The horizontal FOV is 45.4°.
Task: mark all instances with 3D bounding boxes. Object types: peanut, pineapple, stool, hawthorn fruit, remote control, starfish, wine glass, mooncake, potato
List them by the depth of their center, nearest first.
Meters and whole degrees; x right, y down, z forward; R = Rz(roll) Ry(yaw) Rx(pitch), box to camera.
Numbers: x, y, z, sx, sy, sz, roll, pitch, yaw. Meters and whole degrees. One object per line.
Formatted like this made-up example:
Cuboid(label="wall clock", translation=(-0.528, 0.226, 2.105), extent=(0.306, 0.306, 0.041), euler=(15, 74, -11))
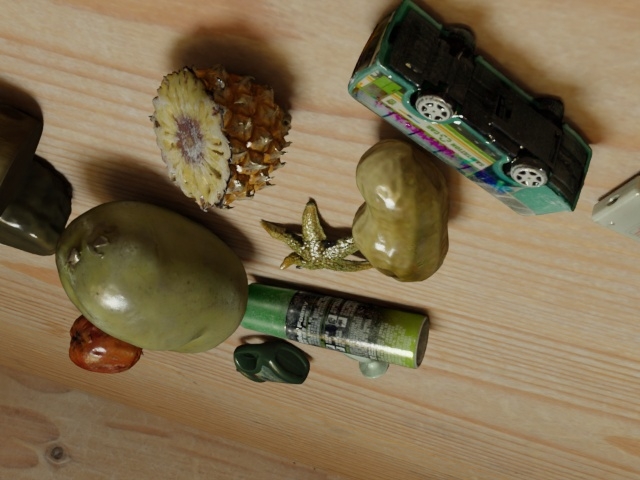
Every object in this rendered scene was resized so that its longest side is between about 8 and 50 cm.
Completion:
Cuboid(label="remote control", translation=(0.397, -0.010, 0.825), extent=(0.190, 0.029, 0.087), euler=(23, 155, -6))
Cuboid(label="pineapple", translation=(-0.090, -0.125, 0.866), extent=(0.176, 0.136, 0.162), euler=(-22, 89, 53))
Cuboid(label="peanut", translation=(0.093, -0.033, 0.910), extent=(0.120, 0.110, 0.236), euler=(23, 157, 26))
Cuboid(label="stool", translation=(-0.549, -0.149, 1.062), extent=(0.264, 0.179, 0.179), euler=(27, 154, -14))
Cuboid(label="starfish", translation=(0.000, 0.000, 1.126), extent=(0.208, 0.053, 0.176), euler=(2, 140, 22))
Cuboid(label="potato", translation=(-0.270, 0.059, 1.227), extent=(0.326, 0.221, 0.243), euler=(27, 167, -38))
Cuboid(label="mooncake", translation=(-0.525, -0.069, 1.276), extent=(0.228, 0.124, 0.228), euler=(16, 160, 6))
Cuboid(label="wine glass", translation=(0.075, 0.203, 1.443), extent=(0.073, 0.073, 0.155), euler=(6, 154, 26))
Cuboid(label="hawthorn fruit", translation=(-0.526, 0.244, 1.881), extent=(0.179, 0.174, 0.173), euler=(-3, 159, -14))

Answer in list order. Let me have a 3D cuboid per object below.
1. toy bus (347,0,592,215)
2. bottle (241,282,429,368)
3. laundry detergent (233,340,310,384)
Cuboid(label="toy bus", translation=(0.147, -0.116, 0.732), extent=(0.261, 0.091, 0.109), euler=(32, 159, -21))
Cuboid(label="bottle", translation=(0.019, 0.143, 1.335), extent=(0.330, 0.093, 0.093), euler=(10, 153, 20))
Cuboid(label="laundry detergent", translation=(-0.134, 0.276, 1.737), extent=(0.144, 0.078, 0.221), euler=(39, 151, -31))
